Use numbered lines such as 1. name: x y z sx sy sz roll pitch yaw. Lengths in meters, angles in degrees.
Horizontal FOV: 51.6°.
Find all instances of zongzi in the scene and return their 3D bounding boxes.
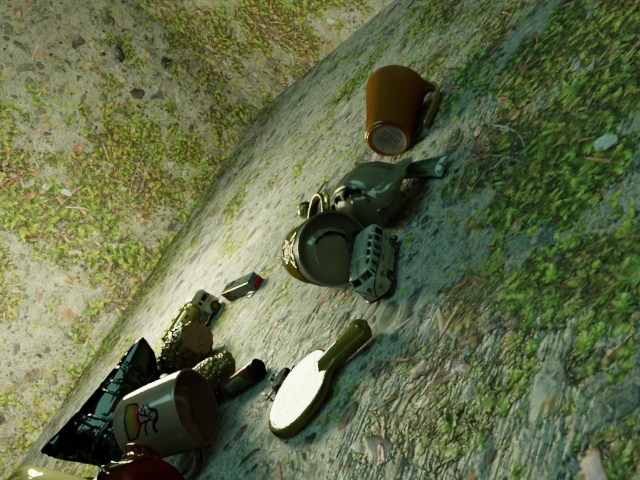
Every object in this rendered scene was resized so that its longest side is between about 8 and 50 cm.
1. zongzi: -0.536 0.540 1.882 0.362 0.319 0.383 24 53 29

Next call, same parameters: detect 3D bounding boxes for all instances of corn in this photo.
1. corn: -0.348 0.423 1.785 0.322 0.119 0.119 -41 21 10

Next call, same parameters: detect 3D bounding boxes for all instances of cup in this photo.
1. cup: -0.377 0.467 1.628 0.200 0.191 0.253 -23 71 16
2. cup: 0.231 -0.379 1.933 0.226 0.182 0.264 -5 47 20
3. cup: 0.000 0.000 1.649 0.226 0.185 0.241 164 106 -69

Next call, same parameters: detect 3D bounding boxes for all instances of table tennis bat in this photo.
1. table tennis bat: -0.006 0.284 1.393 0.321 0.050 0.198 -49 17 19

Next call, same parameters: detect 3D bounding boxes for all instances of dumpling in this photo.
1. dumpling: 0.117 -0.133 1.669 0.293 0.163 0.205 156 129 -67

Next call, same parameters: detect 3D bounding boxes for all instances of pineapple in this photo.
1. pineapple: -0.468 0.365 2.111 0.170 0.141 0.310 -17 -15 -46

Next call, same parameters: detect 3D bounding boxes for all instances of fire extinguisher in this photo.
1. fire extinguisher: -0.212 0.358 1.689 0.177 0.062 0.050 -38 52 32

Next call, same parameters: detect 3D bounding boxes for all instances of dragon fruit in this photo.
1. dragon fruit: -0.365 0.579 1.362 0.250 0.250 0.315 -41 19 25

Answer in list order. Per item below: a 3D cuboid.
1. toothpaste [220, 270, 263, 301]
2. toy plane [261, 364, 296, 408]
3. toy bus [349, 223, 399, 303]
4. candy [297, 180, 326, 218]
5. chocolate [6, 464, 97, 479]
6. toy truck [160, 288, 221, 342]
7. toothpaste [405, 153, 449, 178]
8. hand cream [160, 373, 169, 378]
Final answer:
1. toothpaste: -0.267 0.162 2.188 0.193 0.044 0.070 -25 31 52
2. toy plane: -0.099 0.333 1.523 0.121 0.031 0.049 -52 27 -14
3. toy bus: 0.116 0.048 1.476 0.087 0.089 0.194 -38 24 33
4. candy: -0.020 -0.143 2.211 0.061 0.061 0.202 -31 19 44
5. chocolate: -0.817 0.789 1.899 0.314 0.297 0.326 -25 30 42
6. toy truck: -0.446 0.272 2.280 0.098 0.114 0.227 -19 36 56
7. toothpaste: 0.249 -0.181 1.680 0.218 0.041 0.064 1 66 63
8. hand cream: -0.538 0.452 2.276 0.075 0.052 0.248 -16 26 20
